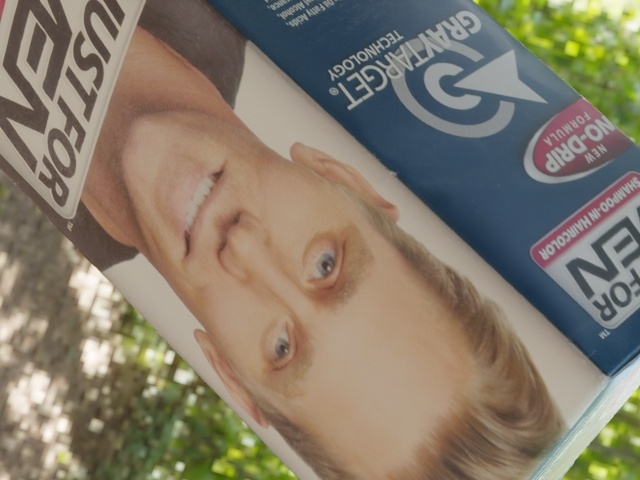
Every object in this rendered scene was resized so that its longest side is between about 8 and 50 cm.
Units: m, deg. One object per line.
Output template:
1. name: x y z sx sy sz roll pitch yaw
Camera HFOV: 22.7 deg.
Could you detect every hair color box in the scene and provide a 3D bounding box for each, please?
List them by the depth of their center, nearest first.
1. hair color box: -0.020 -0.040 0.651 0.105 0.347 0.174 -34 161 -39
